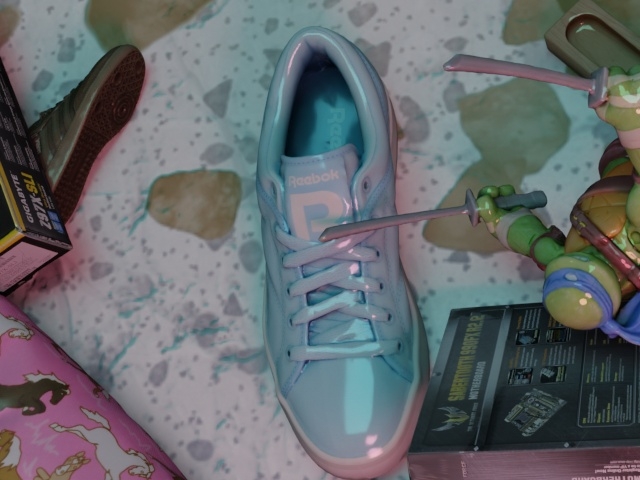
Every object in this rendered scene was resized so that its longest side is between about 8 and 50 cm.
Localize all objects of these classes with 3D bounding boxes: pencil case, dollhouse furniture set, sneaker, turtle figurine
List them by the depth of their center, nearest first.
[{"bbox_3d":[0.188,-0.072,1.034,0.275,0.198,0.266,28,44,24],"label":"turtle figurine"},{"bbox_3d":[-0.197,0.206,1.115,0.386,0.160,0.167,40,91,25],"label":"pencil case"},{"bbox_3d":[0.000,0.000,1.139,0.135,0.150,0.366,-12,67,13],"label":"sneaker"},{"bbox_3d":[0.257,-0.209,1.157,0.151,0.123,0.144,-44,64,-3],"label":"dollhouse furniture set"},{"bbox_3d":[-0.228,-0.101,1.293,0.071,0.066,0.188,23,77,24],"label":"sneaker"}]

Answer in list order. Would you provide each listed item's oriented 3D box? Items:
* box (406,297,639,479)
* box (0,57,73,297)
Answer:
[{"bbox_3d":[0.169,0.113,1.016,0.183,0.231,0.056,-5,111,14],"label":"box"},{"bbox_3d":[-0.383,-0.062,1.289,0.257,0.079,0.322,-34,63,19],"label":"box"}]
